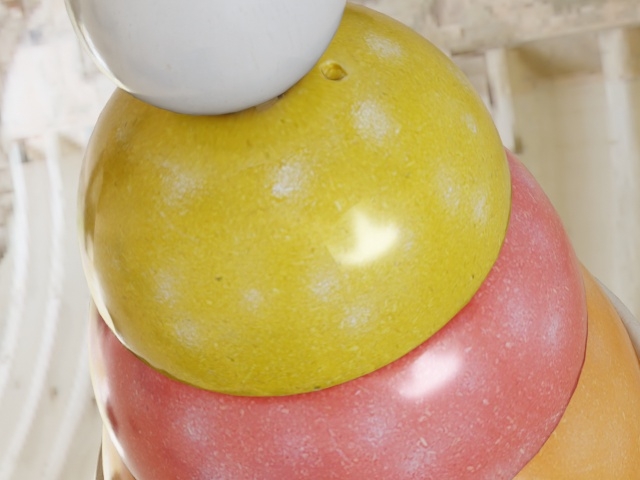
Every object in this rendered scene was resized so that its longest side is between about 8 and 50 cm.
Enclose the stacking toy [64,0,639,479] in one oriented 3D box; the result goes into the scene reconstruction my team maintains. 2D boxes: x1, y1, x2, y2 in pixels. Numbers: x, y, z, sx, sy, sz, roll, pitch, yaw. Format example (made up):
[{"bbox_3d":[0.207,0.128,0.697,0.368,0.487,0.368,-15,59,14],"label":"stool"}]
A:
[{"bbox_3d":[0.000,0.000,0.706,0.351,0.480,0.350,-7,-130,8],"label":"stacking toy"}]
